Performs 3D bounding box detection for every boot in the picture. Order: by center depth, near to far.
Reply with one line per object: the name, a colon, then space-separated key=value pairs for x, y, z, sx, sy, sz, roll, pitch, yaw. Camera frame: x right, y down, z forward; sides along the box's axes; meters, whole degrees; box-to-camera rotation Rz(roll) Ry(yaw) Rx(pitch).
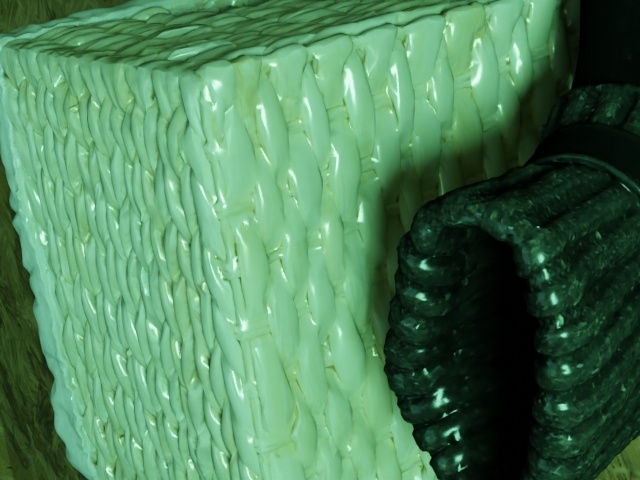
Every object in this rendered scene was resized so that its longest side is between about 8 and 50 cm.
boot: x=0.139 y=-0.061 z=0.527 sx=0.131 sy=0.260 sz=0.348 roll=2 pitch=108 yaw=58

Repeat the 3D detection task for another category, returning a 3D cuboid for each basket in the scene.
basket: x=0.000 y=0.000 z=0.723 sx=0.266 sy=0.328 sz=0.331 roll=19 pitch=122 yaw=51
